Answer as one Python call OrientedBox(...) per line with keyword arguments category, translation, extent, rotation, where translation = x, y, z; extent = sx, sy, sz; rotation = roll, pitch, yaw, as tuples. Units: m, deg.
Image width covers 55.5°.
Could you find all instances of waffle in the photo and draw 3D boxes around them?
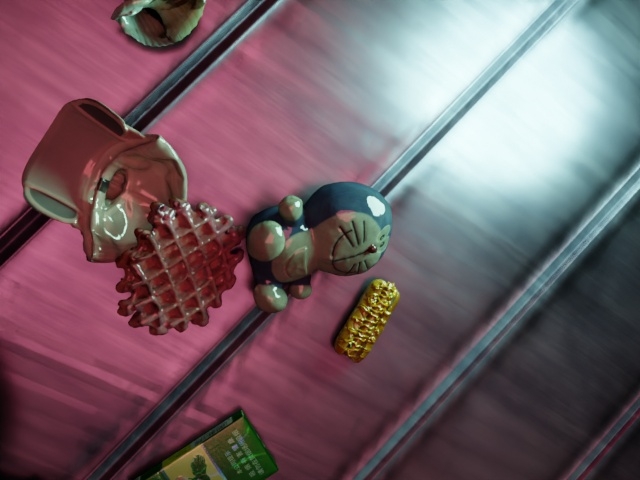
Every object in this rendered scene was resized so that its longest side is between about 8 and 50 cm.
OrientedBox(category="waffle", translation=(-0.224, 0.049, 0.990), extent=(0.221, 0.055, 0.234), rotation=(21, 95, -47))

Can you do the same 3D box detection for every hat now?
OrientedBox(category="hat", translation=(-0.344, -0.096, 0.976), extent=(0.226, 0.164, 0.219), rotation=(34, 91, 24))

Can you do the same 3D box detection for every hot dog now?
OrientedBox(category="hot dog", translation=(0.089, 0.147, 1.127), extent=(0.071, 0.045, 0.165), rotation=(32, 89, -14))

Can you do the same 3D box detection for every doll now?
OrientedBox(category="doll", translation=(0.000, 0.000, 1.036), extent=(0.258, 0.154, 0.228), rotation=(-10, 132, -6))

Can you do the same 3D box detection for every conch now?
OrientedBox(category="conch", translation=(-0.246, -0.388, 0.950), extent=(0.153, 0.102, 0.135), rotation=(-37, 119, 26))

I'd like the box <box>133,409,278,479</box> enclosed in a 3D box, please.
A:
OrientedBox(category="box", translation=(-0.207, 0.424, 1.089), extent=(0.235, 0.034, 0.132), rotation=(-31, 103, -9))
